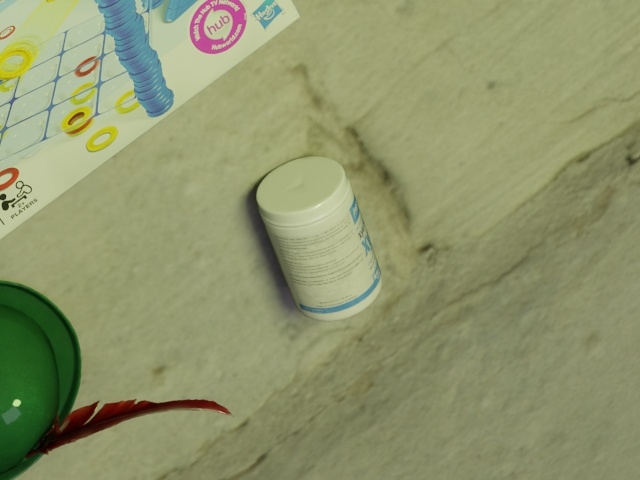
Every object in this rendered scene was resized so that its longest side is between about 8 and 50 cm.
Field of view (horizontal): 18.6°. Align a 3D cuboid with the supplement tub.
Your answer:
[{"bbox_3d":[0.000,0.000,1.434,0.071,0.071,0.107,-29,128,-12],"label":"supplement tub"}]

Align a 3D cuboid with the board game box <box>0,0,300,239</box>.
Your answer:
[{"bbox_3d":[-0.203,-0.162,1.108,0.308,0.086,0.302,-38,134,-8],"label":"board game box"}]

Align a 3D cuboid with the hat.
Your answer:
[{"bbox_3d":[-0.211,0.136,1.321,0.173,0.183,0.208,22,104,-35],"label":"hat"}]
